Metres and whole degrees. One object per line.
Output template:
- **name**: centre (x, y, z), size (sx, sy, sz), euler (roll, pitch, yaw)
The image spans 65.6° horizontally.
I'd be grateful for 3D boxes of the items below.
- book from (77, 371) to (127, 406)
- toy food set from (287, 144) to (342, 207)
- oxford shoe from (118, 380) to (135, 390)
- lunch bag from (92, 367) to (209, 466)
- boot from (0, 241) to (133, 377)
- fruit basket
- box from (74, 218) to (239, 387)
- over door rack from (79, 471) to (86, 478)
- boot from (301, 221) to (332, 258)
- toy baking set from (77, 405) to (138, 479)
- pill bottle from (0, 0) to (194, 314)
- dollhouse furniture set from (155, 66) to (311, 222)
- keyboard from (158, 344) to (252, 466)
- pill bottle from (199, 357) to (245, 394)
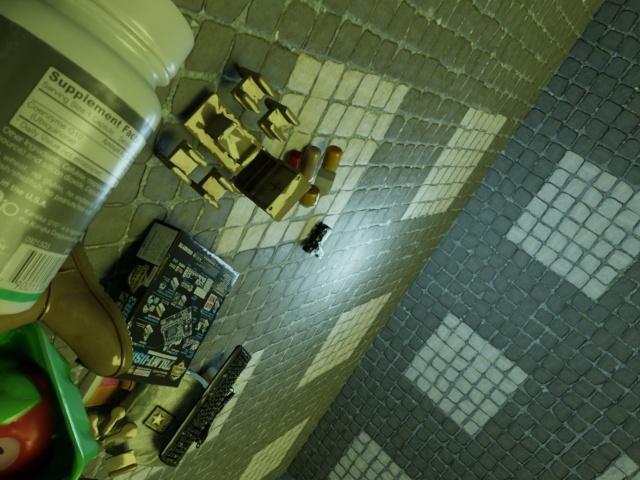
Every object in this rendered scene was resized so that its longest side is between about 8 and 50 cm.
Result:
- **book**: centre (-0.485, 0.330, 1.138), size (0.096, 0.035, 0.144), euler (-53, 157, 1)
- **toy food set**: centre (-0.028, -0.132, 1.129), size (0.232, 0.111, 0.104), euler (-71, 180, -50)
- **oxford shoe**: centre (-0.434, 0.248, 1.071), size (0.076, 0.076, 0.212), euler (-7, 128, -26)
- **lunch bag**: centre (-0.400, 0.422, 1.236), size (0.235, 0.169, 0.287), euler (-52, 159, -16)
- **boot**: centre (-0.403, 0.109, 0.620), size (0.089, 0.236, 0.269), euler (-42, 166, 30)
- **fruit basket**: centre (-0.522, 0.255, 0.631), size (0.392, 0.283, 0.392), euler (-26, 163, -8)
- **box**: centre (-0.311, 0.145, 1.019), size (0.293, 0.073, 0.295), euler (-63, 160, -12)
- **over door rack**: centre (-0.696, 0.615, 1.124), size (0.324, 0.108, 0.239), euler (-23, 146, -21)
- **boot**: centre (0.000, 0.000, 1.480), size (0.099, 0.045, 0.121), euler (-54, 155, 4)
- **toy baking set**: centre (-0.514, 0.441, 1.060), size (0.256, 0.030, 0.196), euler (15, 86, -26)
- **pill bottle**: centre (-0.305, -0.123, 0.530), size (0.361, 0.204, 0.204), euler (-59, 157, -8)
- **dollhouse furniture set**: centre (-0.152, -0.164, 0.912), size (0.212, 0.161, 0.242), euler (-48, 134, -4)
- **keyboard**: centre (-0.273, 0.420, 1.251), size (0.317, 0.033, 0.201), euler (-54, 163, -21)
- **pill bottle**: centre (-0.330, 0.457, 1.487), size (0.208, 0.117, 0.117), euler (-43, 156, -14)
